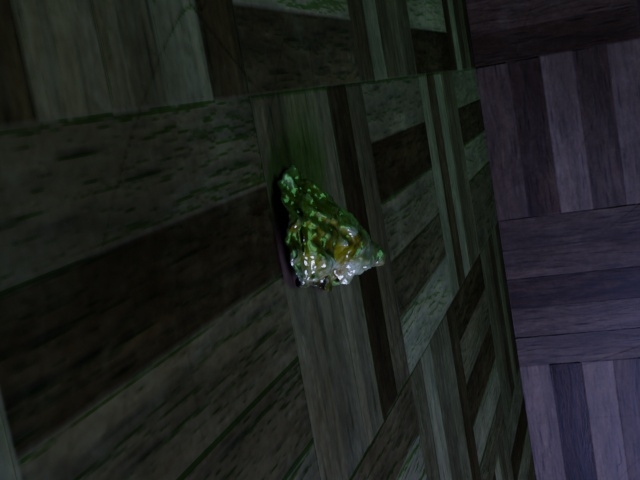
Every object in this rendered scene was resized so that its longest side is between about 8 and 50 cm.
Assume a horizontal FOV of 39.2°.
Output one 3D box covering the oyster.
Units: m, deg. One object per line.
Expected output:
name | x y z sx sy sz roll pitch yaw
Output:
oyster | 0.000 0.000 0.726 0.121 0.045 0.146 -59 140 -41
